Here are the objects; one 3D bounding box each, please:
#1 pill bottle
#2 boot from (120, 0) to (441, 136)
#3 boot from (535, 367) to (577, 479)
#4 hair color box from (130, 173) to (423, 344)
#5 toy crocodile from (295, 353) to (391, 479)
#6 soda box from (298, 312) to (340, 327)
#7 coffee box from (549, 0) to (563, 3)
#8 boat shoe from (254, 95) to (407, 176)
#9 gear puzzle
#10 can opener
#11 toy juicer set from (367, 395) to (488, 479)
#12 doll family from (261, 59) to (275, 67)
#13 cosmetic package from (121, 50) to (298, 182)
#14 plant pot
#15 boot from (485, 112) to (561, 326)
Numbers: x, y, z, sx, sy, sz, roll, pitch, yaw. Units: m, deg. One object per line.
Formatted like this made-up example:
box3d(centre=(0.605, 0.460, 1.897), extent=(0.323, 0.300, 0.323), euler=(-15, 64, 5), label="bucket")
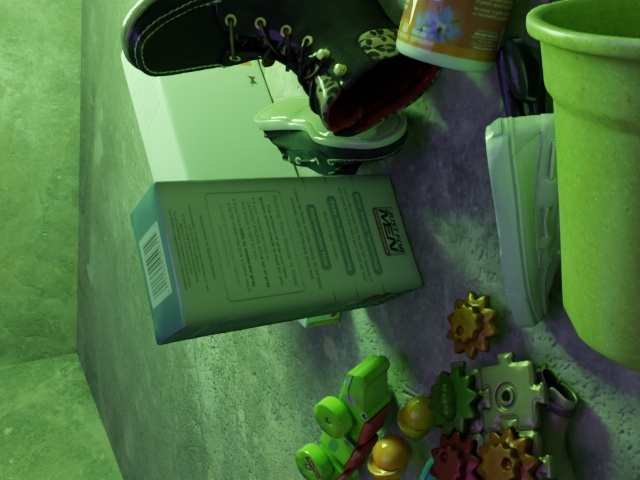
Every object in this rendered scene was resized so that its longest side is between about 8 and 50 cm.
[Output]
box3d(centre=(0.166, -0.309, 0.729), extent=(0.121, 0.121, 0.216), euler=(41, 127, 48), label="pill bottle")
box3d(centre=(-0.050, -0.260, 0.884), extent=(0.284, 0.377, 0.138), euler=(54, 155, 30), label="boot")
box3d(centre=(0.268, 0.210, 0.743), extent=(0.118, 0.042, 0.087), euler=(54, 136, 38), label="boot")
box3d(centre=(-0.051, 0.015, 0.901), extent=(0.113, 0.375, 0.185), euler=(-34, 67, 52), label="hair color box")
box3d(centre=(0.048, 0.314, 1.053), extent=(0.105, 0.115, 0.340), euler=(38, 131, 25), label="toy crocodile")
box3d(centre=(-0.047, 0.078, 1.196), extent=(0.216, 0.074, 0.069), euler=(36, 125, 50), label="soda box")
box3d(centre=(0.300, -0.271, 0.599), extent=(0.184, 0.040, 0.113), euler=(-57, 49, 47), label="coffee box")
box3d(centre=(0.020, -0.151, 1.016), extent=(0.340, 0.127, 0.113), euler=(15, 137, 48), label="boat shoe")
box3d(centre=(0.188, 0.220, 0.771), extent=(0.175, 0.044, 0.338), euler=(-25, 55, 50), label="gear puzzle")
box3d(centre=(0.231, -0.132, 0.725), extent=(0.059, 0.073, 0.186), euler=(-5, 101, 51), label="can opener")
box3d(centre=(0.182, 0.302, 0.879), extent=(0.329, 0.089, 0.209), euler=(-46, 37, 41), label="toy juicer set")
box3d(centre=(-0.061, -0.364, 1.112), extent=(0.193, 0.076, 0.111), euler=(109, 166, -69), label="doll family")
box3d(centre=(-0.221, -0.230, 1.274), extent=(0.161, 0.230, 0.453), euler=(-45, 59, 51), label="cosmetic package")
box3d(centre=(0.288, -0.043, 0.487), extent=(0.276, 0.276, 0.253), euler=(34, 135, 51), label="plant pot")
box3d(centre=(0.252, -0.013, 0.678), extent=(0.123, 0.095, 0.258), euler=(-5, 126, 20), label="boot")
